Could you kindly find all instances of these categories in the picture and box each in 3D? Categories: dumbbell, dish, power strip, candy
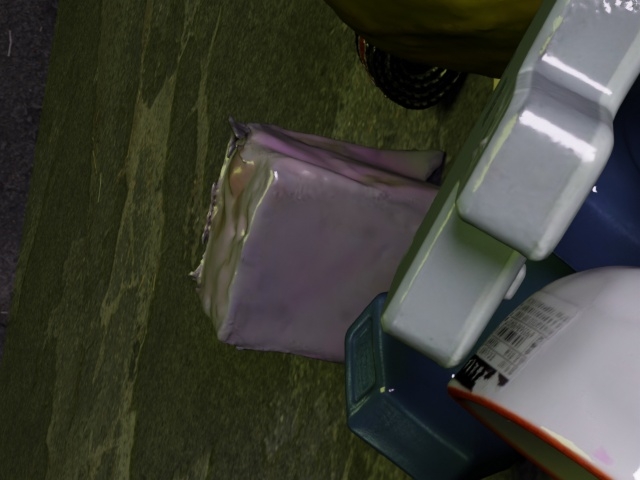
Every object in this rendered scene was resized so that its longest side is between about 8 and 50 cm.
[{"bbox_3d":[0.139,0.036,0.971,0.144,0.156,0.316,61,139,20],"label":"dumbbell"},{"bbox_3d":[0.190,0.094,0.706,0.117,0.256,0.256,-53,22,-5],"label":"dish"},{"bbox_3d":[0.110,-0.052,0.752,0.265,0.059,0.193,-62,-1,20],"label":"power strip"},{"bbox_3d":[0.000,0.000,1.263,0.137,0.195,0.185,-126,51,-65],"label":"candy"}]

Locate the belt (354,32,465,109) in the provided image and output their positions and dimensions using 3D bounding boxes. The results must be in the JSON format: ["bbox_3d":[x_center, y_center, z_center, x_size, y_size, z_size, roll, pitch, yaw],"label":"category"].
[{"bbox_3d":[0.122,-0.282,1.268,0.094,0.126,0.360,55,132,51],"label":"belt"}]

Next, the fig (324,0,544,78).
[{"bbox_3d":[0.146,-0.256,0.940,0.343,0.343,0.343,-48,34,48],"label":"fig"}]

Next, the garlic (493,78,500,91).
[{"bbox_3d":[0.156,-0.096,1.133,0.041,0.053,0.083,-34,47,57],"label":"garlic"}]
